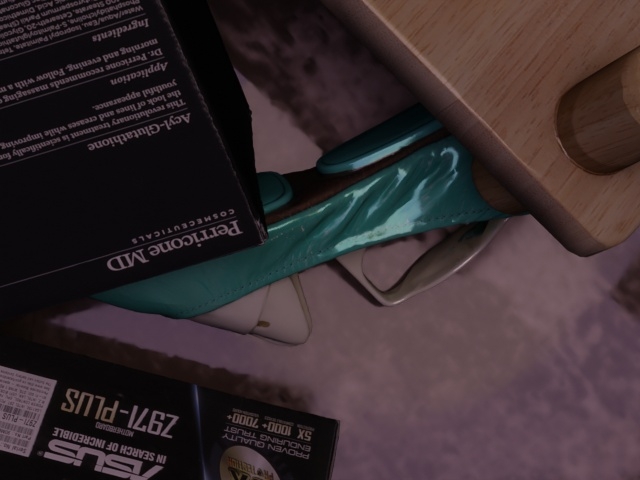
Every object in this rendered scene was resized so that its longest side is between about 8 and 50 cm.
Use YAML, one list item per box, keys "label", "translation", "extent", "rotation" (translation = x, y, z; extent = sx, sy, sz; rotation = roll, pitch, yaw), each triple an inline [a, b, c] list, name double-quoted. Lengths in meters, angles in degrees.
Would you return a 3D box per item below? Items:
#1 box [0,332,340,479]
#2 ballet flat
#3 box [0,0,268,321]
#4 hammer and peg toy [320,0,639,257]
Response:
- label: "box"
  translation: [-0.097, 0.126, 0.599]
  extent: [0.180, 0.147, 0.078]
  rotation: [15, 43, -3]
- label: "ballet flat"
  translation: [0.000, 0.000, 0.651]
  extent: [0.247, 0.083, 0.087]
  rotation: [-21, 104, -2]
- label: "box"
  translation: [-0.174, -0.055, 0.565]
  extent: [0.261, 0.103, 0.184]
  rotation: [-16, 130, 6]
- label: "hammer and peg toy"
  translation: [0.130, -0.196, 0.592]
  extent: [0.266, 0.127, 0.361]
  rotation: [45, 66, -6]
